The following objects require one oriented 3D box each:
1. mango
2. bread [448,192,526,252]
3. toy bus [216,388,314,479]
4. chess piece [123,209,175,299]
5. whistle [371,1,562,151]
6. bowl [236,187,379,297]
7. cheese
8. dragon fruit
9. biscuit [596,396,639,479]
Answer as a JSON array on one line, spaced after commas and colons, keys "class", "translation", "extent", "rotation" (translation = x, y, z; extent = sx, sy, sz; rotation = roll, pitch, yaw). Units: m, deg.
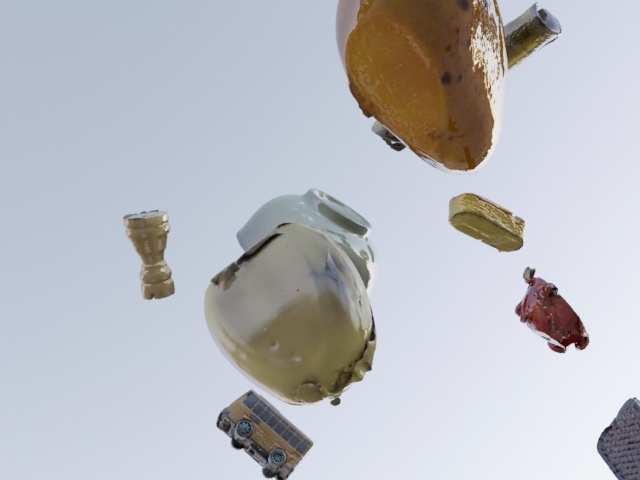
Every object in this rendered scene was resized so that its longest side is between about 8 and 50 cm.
[{"class": "mango", "translation": [0.130, -0.208, 0.787], "extent": [0.160, 0.191, 0.290], "rotation": [-2, -51, 39]}, {"class": "bread", "translation": [0.455, -0.054, 1.880], "extent": [0.246, 0.094, 0.102], "rotation": [24, -31, -20]}, {"class": "toy bus", "translation": [-0.110, 0.383, 1.366], "extent": [0.103, 0.182, 0.091], "rotation": [-42, -16, -36]}, {"class": "chess piece", "translation": [-0.241, 0.021, 0.987], "extent": [0.066, 0.066, 0.122], "rotation": [-9, -77, -10]}, {"class": "whistle", "translation": [0.206, -0.229, 1.024], "extent": [0.068, 0.057, 0.326], "rotation": [41, -46, -17]}, {"class": "bowl", "translation": [0.000, 0.000, 1.604], "extent": [0.354, 0.354, 0.185], "rotation": [25, -76, -33]}, {"class": "cheese", "translation": [-0.035, 0.125, 1.099], "extent": [0.259, 0.316, 0.128], "rotation": [-46, -41, 2]}, {"class": "dragon fruit", "translation": [0.325, 0.112, 0.990], "extent": [0.068, 0.112, 0.126], "rotation": [-37, -76, 2]}, {"class": "biscuit", "translation": [0.498, 0.356, 0.931], "extent": [0.073, 0.388, 0.107], "rotation": [26, -75, -10]}]
